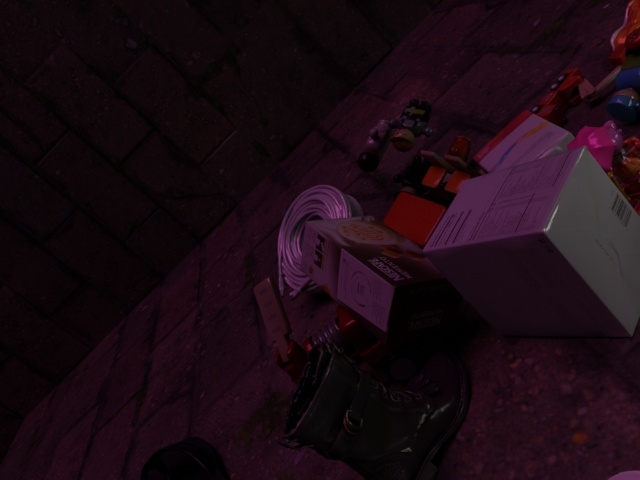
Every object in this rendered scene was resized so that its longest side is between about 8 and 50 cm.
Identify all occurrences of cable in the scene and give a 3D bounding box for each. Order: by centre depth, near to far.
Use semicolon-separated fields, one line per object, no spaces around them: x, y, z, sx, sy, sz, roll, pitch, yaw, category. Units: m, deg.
0.000;0.000;1.468;0.257;0.089;0.257;-31;55;39;cable

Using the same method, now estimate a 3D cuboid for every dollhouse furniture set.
0.195;-0.027;1.109;0.262;0.135;0.259;-61;31;0;dollhouse furniture set

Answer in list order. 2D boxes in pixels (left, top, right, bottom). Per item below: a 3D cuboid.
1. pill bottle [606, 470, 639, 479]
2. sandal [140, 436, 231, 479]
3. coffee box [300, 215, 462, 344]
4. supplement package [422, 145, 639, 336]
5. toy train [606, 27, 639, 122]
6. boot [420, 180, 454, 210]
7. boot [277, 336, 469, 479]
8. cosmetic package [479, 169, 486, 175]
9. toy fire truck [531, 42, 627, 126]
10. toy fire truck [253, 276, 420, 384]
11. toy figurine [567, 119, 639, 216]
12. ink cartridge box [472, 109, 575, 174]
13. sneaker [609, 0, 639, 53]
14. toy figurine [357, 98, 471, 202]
0.278;0.244;0.497;0.067;0.120;0.067;-40;20;18;pill bottle
-0.268;0.467;1.213;0.167;0.107;0.446;-53;20;-20;sandal
0.090;0.052;0.994;0.246;0.141;0.098;38;128;50;coffee box
0.290;0.013;0.825;0.203;0.194;0.149;-13;37;57;supplement package
0.567;-0.263;0.961;0.143;0.105;0.248;-60;21;-7;toy train
0.185;-0.035;1.331;0.246;0.083;0.161;-46;13;-3;boot
0.078;0.204;0.829;0.091;0.229;0.263;-23;30;49;boot
0.336;-0.117;1.199;0.115;0.060;0.041;-53;22;-25;cosmetic package
0.509;-0.292;1.209;0.192;0.047;0.135;-49;20;-7;toy fire truck
0.011;0.156;1.041;0.217;0.246;0.158;-41;20;14;toy fire truck
0.411;-0.101;0.855;0.173;0.159;0.130;-53;20;-21;toy figurine
0.361;-0.114;1.033;0.127;0.128;0.176;-42;19;12;ink cartridge box
0.630;-0.424;1.228;0.067;0.064;0.175;8;59;43;sneaker
0.203;-0.183;1.385;0.213;0.209;0.148;-18;39;55;toy figurine
